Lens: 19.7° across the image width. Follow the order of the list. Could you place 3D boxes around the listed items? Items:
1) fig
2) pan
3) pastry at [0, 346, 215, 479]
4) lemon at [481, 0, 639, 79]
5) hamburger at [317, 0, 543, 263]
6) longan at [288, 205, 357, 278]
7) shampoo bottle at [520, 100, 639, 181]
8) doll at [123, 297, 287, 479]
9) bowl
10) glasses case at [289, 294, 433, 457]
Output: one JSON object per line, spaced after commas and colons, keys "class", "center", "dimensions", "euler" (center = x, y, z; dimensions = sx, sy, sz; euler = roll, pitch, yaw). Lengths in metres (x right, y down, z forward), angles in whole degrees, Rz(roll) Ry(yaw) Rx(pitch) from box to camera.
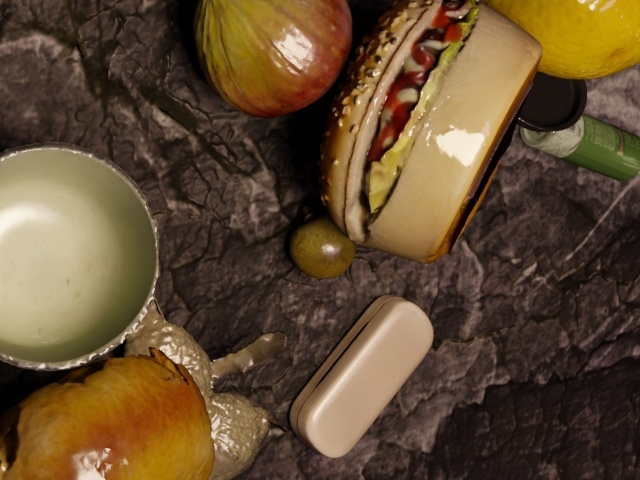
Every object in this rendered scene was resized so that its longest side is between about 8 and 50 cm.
{"class": "fig", "center": [-0.080, -0.223, 1.802], "dimensions": [0.231, 0.143, 0.160], "euler": [33, 90, -16]}
{"class": "pan", "center": [0.276, -0.198, 2.086], "dimensions": [0.235, 0.028, 0.136], "euler": [-26, 81, -32]}
{"class": "pastry", "center": [-0.246, 0.254, 1.729], "dimensions": [0.356, 0.164, 0.356], "euler": [-42, 165, -14]}
{"class": "lemon", "center": [0.269, -0.287, 1.968], "dimensions": [0.253, 0.228, 0.228], "euler": [-3, 104, -36]}
{"class": "hamburger", "center": [0.104, -0.124, 1.873], "dimensions": [0.176, 0.300, 0.300], "euler": [25, 90, 8]}
{"class": "longan", "center": [0.000, 0.000, 1.959], "dimensions": [0.075, 0.075, 0.083], "euler": [-25, 74, -28]}
{"class": "shampoo bottle", "center": [0.325, -0.112, 2.157], "dimensions": [0.204, 0.065, 0.065], "euler": [17, 92, -37]}
{"class": "doll", "center": [-0.163, 0.132, 1.870], "dimensions": [0.286, 0.091, 0.202], "euler": [33, 91, -26]}
{"class": "bowl", "center": [-0.263, 0.019, 1.722], "dimensions": [0.211, 0.112, 0.211], "euler": [2, 83, -18]}
{"class": "glasses case", "center": [0.046, 0.149, 2.034], "dimensions": [0.196, 0.050, 0.083], "euler": [-50, 122, -15]}
